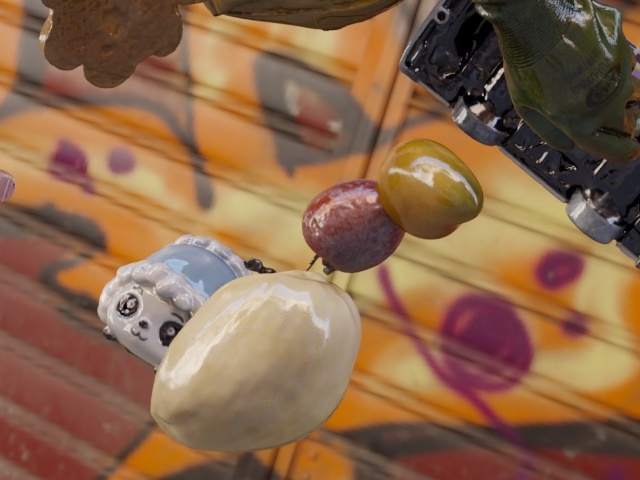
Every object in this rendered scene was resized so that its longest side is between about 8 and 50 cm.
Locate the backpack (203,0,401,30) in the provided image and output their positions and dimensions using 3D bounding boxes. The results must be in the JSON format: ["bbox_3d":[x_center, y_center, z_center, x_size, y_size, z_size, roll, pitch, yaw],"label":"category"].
[{"bbox_3d":[-0.007,-0.435,1.886,0.378,0.353,0.201,11,25,13],"label":"backpack"}]

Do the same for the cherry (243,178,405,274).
[{"bbox_3d":[0.000,0.000,1.535,0.225,0.090,0.107,-24,-23,31],"label":"cherry"}]

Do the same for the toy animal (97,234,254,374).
[{"bbox_3d":[-0.200,0.091,2.082,0.208,0.156,0.204,35,29,16],"label":"toy animal"}]

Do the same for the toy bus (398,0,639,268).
[{"bbox_3d":[0.351,-0.195,1.999,0.440,0.209,0.249,40,25,7],"label":"toy bus"}]

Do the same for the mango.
[{"bbox_3d":[0.103,-0.048,1.381,0.102,0.085,0.184,54,-3,-7],"label":"mango"}]

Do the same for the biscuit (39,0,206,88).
[{"bbox_3d":[-0.196,-0.297,1.554,0.202,0.288,0.044,18,28,-29],"label":"biscuit"}]

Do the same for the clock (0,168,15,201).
[{"bbox_3d":[-0.553,-0.025,1.903,0.241,0.227,0.142,19,-1,-1],"label":"clock"}]

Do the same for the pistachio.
[{"bbox_3d":[-0.054,0.109,1.250,0.145,0.200,0.117,51,5,13],"label":"pistachio"}]

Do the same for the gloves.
[{"bbox_3d":[0.229,-0.163,1.338,0.268,0.135,0.107,41,32,-34],"label":"gloves"}]
